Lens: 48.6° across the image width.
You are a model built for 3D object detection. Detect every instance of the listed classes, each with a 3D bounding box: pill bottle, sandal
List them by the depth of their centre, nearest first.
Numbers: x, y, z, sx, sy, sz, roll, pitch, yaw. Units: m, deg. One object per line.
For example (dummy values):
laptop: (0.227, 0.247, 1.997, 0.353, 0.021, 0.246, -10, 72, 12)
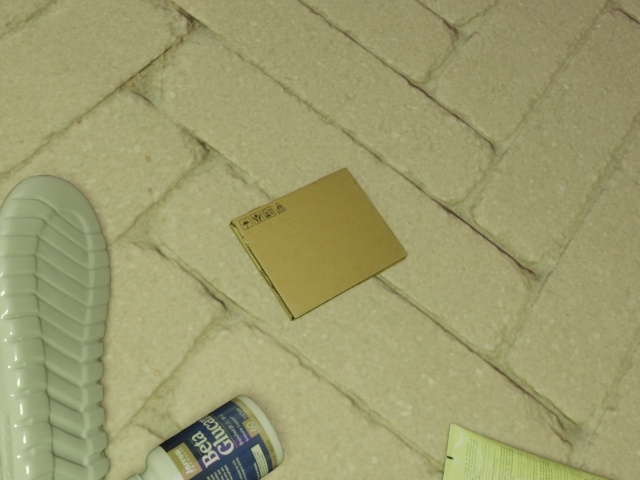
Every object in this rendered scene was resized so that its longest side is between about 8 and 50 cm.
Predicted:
pill bottle: (-0.133, 0.253, 0.786, 0.169, 0.094, 0.094, -29, 76, -26)
sandal: (-0.323, 0.116, 0.789, 0.102, 0.169, 0.416, -17, 65, 20)

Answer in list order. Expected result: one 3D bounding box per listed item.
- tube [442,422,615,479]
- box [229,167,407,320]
tube: (0.274, 0.309, 0.907, 0.240, 0.062, 0.070, 16, 18, -3)
box: (0.000, 0.000, 0.993, 0.201, 0.021, 0.164, -27, 75, -26)
